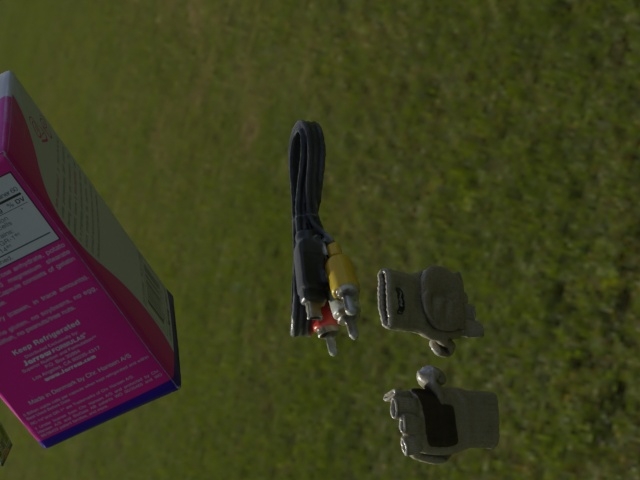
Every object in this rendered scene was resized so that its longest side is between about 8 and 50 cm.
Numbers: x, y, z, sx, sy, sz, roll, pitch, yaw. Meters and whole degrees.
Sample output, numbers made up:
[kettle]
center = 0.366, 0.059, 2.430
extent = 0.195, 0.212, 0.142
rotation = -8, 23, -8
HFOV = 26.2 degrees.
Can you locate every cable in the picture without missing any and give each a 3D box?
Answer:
[cable]
center = 0.000, 0.000, 1.619
extent = 0.139, 0.072, 0.287
rotation = 116, 156, -53

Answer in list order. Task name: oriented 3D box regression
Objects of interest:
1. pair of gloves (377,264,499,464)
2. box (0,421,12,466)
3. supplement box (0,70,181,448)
[pair of gloves]
center = 0.139, 0.151, 1.685
extent = 0.042, 0.204, 0.240
rotation = -13, 83, 40
[box]
center = -0.537, 0.250, 1.910
extent = 0.114, 0.207, 0.036
rotation = 98, -169, -65
[supplement box]
center = -0.196, 0.016, 0.926
extent = 0.114, 0.220, 0.111
rotation = -25, 34, 7
